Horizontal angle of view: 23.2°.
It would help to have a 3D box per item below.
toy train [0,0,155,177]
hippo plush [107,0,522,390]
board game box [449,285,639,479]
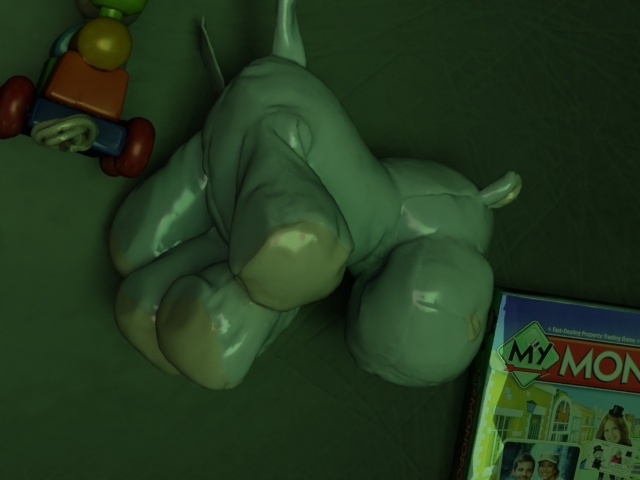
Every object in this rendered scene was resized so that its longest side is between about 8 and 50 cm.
[{"bbox_3d":[-0.146,-0.123,1.029,0.105,0.248,0.143,18,88,-14],"label":"toy train"},{"bbox_3d":[0.000,0.000,1.129,0.237,0.234,0.294,24,48,-32],"label":"hippo plush"},{"bbox_3d":[0.267,0.162,1.262,0.317,0.046,0.213,8,96,-14],"label":"board game box"}]
